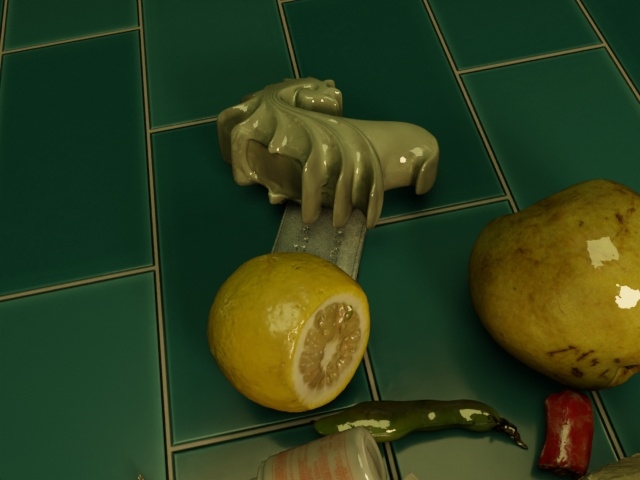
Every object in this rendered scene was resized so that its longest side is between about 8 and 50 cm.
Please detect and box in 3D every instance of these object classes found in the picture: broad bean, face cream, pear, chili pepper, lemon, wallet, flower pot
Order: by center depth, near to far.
[{"bbox_3d":[-0.038,0.346,0.901,0.252,0.101,0.101,-23,58,13],"label":"face cream"},{"bbox_3d":[0.361,0.280,0.941,0.073,0.070,0.123,1,60,25],"label":"chili pepper"},{"bbox_3d":[0.386,0.070,0.948,0.304,0.304,0.304,-2,59,3],"label":"pear"},{"bbox_3d":[0.147,0.269,0.963,0.325,0.067,0.075,-2,42,-1],"label":"broad bean"},{"bbox_3d":[-0.061,0.128,0.972,0.219,0.240,0.240,17,59,38],"label":"lemon"},{"bbox_3d":[0.007,-0.161,1.155,0.367,0.164,0.254,33,51,29],"label":"flower pot"},{"bbox_3d":[0.000,-0.001,1.158,0.167,0.036,0.222,9,59,10],"label":"wallet"}]

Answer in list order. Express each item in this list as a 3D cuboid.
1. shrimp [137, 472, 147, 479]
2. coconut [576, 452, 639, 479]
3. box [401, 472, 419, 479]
[{"bbox_3d":[-0.229,0.409,0.915,0.065,0.056,0.165,-35,59,-9],"label":"shrimp"},{"bbox_3d":[0.393,0.397,0.683,0.346,0.360,0.346,3,52,-4],"label":"coconut"},{"bbox_3d":[0.058,0.483,0.807,0.343,0.065,0.200,-31,61,-26],"label":"box"}]
